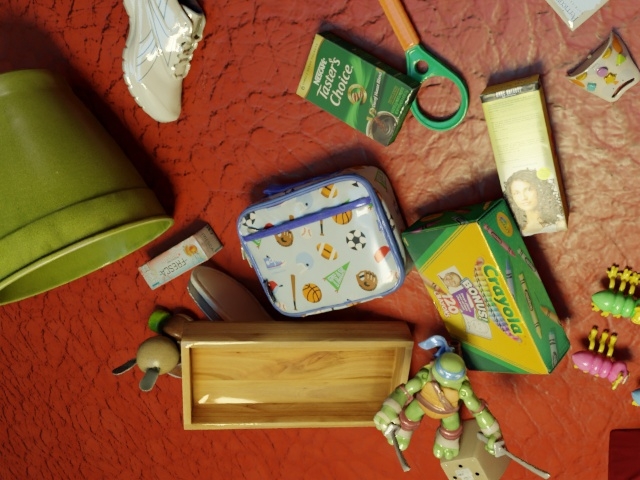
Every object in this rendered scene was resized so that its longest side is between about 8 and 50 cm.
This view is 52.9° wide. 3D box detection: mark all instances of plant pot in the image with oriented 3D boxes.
[{"bbox_3d":[-0.522,-0.114,1.208,0.366,0.366,0.353,-27,90,32],"label":"plant pot"},{"bbox_3d":[0.285,0.415,1.221,0.109,0.096,0.109,-23,104,31],"label":"plant pot"}]

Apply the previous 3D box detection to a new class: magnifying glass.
[{"bbox_3d":[0.153,-0.277,0.992,0.092,0.026,0.231,-23,105,32],"label":"magnifying glass"}]

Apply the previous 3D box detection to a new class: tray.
[{"bbox_3d":[-0.046,0.250,1.203,0.411,0.076,0.202,1,117,-7],"label":"tray"}]

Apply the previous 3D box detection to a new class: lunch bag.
[{"bbox_3d":[0.000,0.000,1.143,0.303,0.115,0.243,-16,104,29],"label":"lunch bag"}]

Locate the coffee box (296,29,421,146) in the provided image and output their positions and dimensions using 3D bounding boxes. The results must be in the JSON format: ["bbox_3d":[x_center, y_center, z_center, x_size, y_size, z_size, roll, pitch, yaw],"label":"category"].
[{"bbox_3d":[0.057,-0.242,1.027,0.184,0.040,0.113,35,128,13],"label":"coffee box"}]

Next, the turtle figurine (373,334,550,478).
[{"bbox_3d":[0.191,0.323,1.070,0.266,0.198,0.274,92,157,-57],"label":"turtle figurine"}]

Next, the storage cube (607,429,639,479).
[{"bbox_3d":[0.584,0.431,1.036,0.184,0.193,0.215,-16,106,30],"label":"storage cube"}]

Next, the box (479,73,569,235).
[{"bbox_3d":[0.311,-0.124,0.971,0.087,0.058,0.232,-10,109,28],"label":"box"}]

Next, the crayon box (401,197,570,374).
[{"bbox_3d":[0.267,0.080,1.044,0.165,0.081,0.278,-12,110,53],"label":"crayon box"}]

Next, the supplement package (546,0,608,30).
[{"bbox_3d":[0.327,-0.403,0.774,0.194,0.149,0.203,46,123,-2],"label":"supplement package"}]

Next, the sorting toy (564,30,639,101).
[{"bbox_3d":[0.402,-0.231,0.895,0.075,0.045,0.083,32,125,-16],"label":"sorting toy"}]

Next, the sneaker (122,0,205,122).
[{"bbox_3d":[-0.264,-0.345,1.101,0.129,0.111,0.297,9,118,14],"label":"sneaker"}]

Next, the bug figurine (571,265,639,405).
[{"bbox_3d":[0.520,0.168,1.010,0.216,0.072,0.279,16,120,17],"label":"bug figurine"}]

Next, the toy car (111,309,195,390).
[{"bbox_3d":[-0.337,0.254,1.360,0.155,0.188,0.149,16,120,26],"label":"toy car"}]

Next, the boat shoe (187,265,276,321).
[{"bbox_3d":[-0.148,0.183,1.298,0.324,0.116,0.096,39,121,-4],"label":"boat shoe"}]

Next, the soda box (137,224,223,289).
[{"bbox_3d":[-0.288,0.036,1.318,0.183,0.063,0.058,-26,101,33],"label":"soda box"}]
